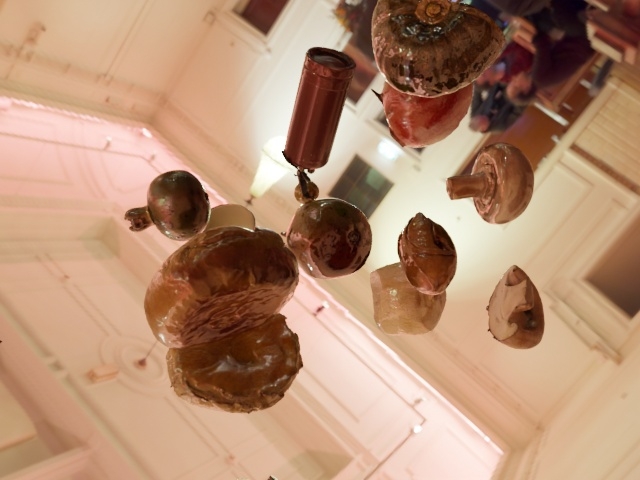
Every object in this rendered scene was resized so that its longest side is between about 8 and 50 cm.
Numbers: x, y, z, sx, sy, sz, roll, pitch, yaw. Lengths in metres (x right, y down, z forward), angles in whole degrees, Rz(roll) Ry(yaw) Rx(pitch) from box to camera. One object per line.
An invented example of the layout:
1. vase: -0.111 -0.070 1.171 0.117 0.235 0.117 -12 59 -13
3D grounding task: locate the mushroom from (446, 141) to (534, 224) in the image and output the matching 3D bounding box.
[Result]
1. mushroom: 0.414 -0.139 1.594 0.215 0.207 0.207 -4 -153 -10

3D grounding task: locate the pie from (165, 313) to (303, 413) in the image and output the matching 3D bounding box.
1. pie: -0.205 0.271 1.556 0.339 0.083 0.340 6 -136 -6

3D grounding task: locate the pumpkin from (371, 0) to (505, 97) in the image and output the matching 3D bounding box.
1. pumpkin: 0.251 -0.459 1.544 0.325 0.232 0.242 36 -172 26

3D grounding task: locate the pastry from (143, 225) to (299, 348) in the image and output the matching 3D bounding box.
1. pastry: -0.205 0.102 1.348 0.356 0.356 0.164 10 -133 -57

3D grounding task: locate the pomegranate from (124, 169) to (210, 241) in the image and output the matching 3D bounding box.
1. pomegranate: -0.380 -0.093 1.618 0.210 0.179 0.179 9 -165 5

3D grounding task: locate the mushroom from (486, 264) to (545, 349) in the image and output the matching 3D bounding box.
1. mushroom: 0.586 0.211 1.853 0.151 0.156 0.286 32 -135 -13

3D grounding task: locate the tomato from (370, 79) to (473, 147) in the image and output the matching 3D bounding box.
1. tomato: 0.308 -0.411 1.898 0.309 0.309 0.170 35 -148 -1

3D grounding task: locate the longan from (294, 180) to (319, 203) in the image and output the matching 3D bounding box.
1. longan: -0.037 -0.135 1.831 0.075 0.075 0.083 18 -159 -48

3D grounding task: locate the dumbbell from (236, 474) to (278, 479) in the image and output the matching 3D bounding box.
1. dumbbell: -0.172 0.628 1.346 0.192 0.290 0.192 30 173 4

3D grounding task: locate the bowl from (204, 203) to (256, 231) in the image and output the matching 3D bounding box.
1. bowl: -0.316 0.002 2.186 0.238 0.237 0.126 49 168 39

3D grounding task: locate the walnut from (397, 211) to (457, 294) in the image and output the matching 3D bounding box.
1. walnut: 0.238 0.030 1.441 0.137 0.137 0.245 30 -153 -20

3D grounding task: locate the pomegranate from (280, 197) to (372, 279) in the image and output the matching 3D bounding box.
1. pomegranate: 0.019 -0.015 2.111 0.290 0.291 0.323 29 180 -22

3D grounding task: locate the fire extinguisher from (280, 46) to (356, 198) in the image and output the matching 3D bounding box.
1. fire extinguisher: -0.011 -0.216 1.202 0.104 0.269 0.105 11 -144 -9

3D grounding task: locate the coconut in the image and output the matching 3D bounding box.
1. coconut: 0.330 0.210 2.357 0.297 0.254 0.297 -14 -90 -70

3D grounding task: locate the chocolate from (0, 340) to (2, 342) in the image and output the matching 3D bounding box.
1. chocolate: -0.946 0.305 1.608 0.224 0.177 0.206 9 157 18
